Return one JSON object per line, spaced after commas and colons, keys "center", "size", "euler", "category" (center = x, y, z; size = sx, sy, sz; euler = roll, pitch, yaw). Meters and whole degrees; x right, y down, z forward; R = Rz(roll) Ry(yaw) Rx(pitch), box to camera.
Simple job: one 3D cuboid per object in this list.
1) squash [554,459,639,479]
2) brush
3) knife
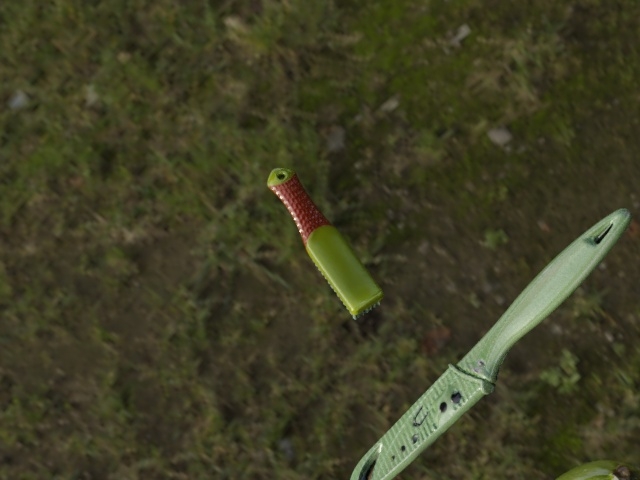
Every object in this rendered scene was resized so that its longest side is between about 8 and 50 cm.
{"center": [0.257, 0.311, 1.423], "size": [0.247, 0.133, 0.132], "euler": [123, 148, -41], "category": "squash"}
{"center": [0.000, 0.000, 0.680], "size": [0.019, 0.021, 0.083], "euler": [-32, 75, -12], "category": "brush"}
{"center": [0.114, 0.086, 0.988], "size": [0.293, 0.020, 0.043], "euler": [-47, 37, 20], "category": "knife"}
